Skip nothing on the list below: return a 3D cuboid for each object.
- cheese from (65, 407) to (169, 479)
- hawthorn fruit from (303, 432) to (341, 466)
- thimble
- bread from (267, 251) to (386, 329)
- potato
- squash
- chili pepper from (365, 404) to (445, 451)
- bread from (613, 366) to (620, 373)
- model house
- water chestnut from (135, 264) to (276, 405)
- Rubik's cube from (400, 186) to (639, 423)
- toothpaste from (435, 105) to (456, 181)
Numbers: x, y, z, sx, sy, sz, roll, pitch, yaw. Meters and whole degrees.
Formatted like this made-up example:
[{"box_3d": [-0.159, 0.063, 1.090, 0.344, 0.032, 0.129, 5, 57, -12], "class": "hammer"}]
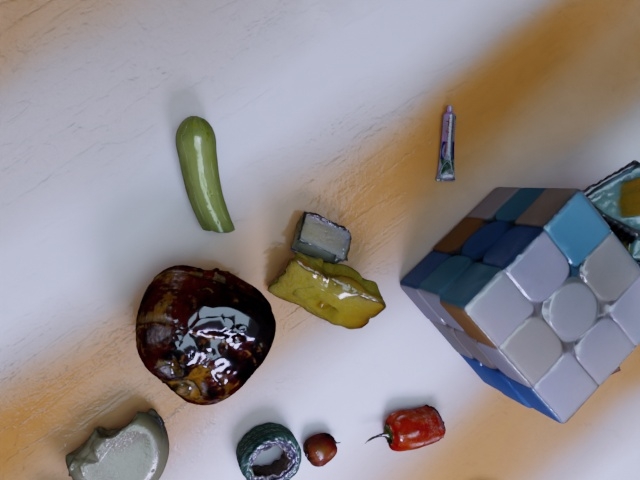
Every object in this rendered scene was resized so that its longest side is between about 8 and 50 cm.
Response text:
[{"box_3d": [-0.396, 0.436, 1.571, 0.202, 0.091, 0.175, -44, 104, -9], "class": "cheese"}, {"box_3d": [0.000, 0.458, 1.694, 0.077, 0.077, 0.077, -1, 95, -15], "class": "hawthorn fruit"}, {"box_3d": [-0.111, 0.460, 1.652, 0.135, 0.090, 0.118, -21, 98, -11], "class": "thimble"}, {"box_3d": [0.018, 0.104, 1.633, 0.233, 0.161, 0.088, 30, 59, -12], "class": "bread"}, {"box_3d": [0.002, 0.001, 1.647, 0.122, 0.061, 0.086, 23, 64, -18], "class": "potato"}, {"box_3d": [-0.237, -0.130, 1.570, 0.083, 0.083, 0.250, -15, 101, -14], "class": "squash"}, {"box_3d": [0.183, 0.430, 1.733, 0.192, 0.086, 0.084, -9, 126, -24], "class": "chili pepper"}, {"box_3d": [0.621, 0.294, 1.851, 0.193, 0.067, 0.119, -21, 100, -13], "class": "bread"}, {"box_3d": [0.633, -0.039, 1.679, 0.249, 0.280, 0.229, -5, 79, 8], "class": "model house"}, {"box_3d": [-0.228, 0.175, 1.519, 0.289, 0.244, 0.289, -4, 103, -19], "class": "water chestnut"}, {"box_3d": [0.443, 0.118, 1.645, 0.346, 0.344, 0.347, -43, 103, -9], "class": "Rubik's cube"}, {"box_3d": [0.286, -0.218, 1.733, 0.045, 0.028, 0.169, 1, 99, -9], "class": "toothpaste"}]
